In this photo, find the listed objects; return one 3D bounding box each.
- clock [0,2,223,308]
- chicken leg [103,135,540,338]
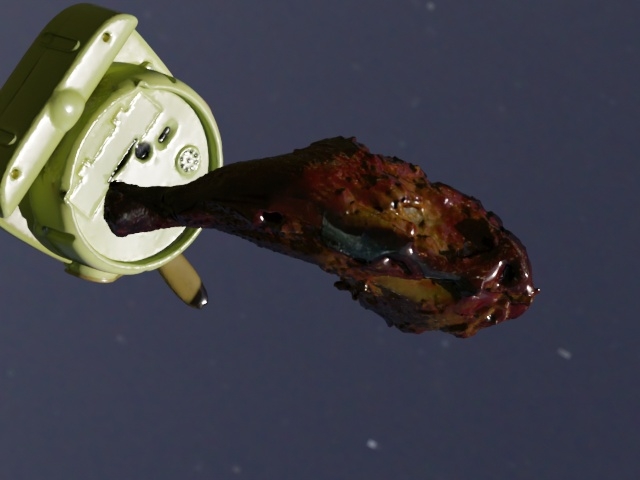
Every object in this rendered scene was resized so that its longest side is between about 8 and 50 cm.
[{"bbox_3d":[-0.137,-0.048,1.350,0.069,0.232,0.170,19,-107,45],"label":"clock"},{"bbox_3d":[0.001,-0.004,0.619,0.037,0.145,0.062,-73,-175,-50],"label":"chicken leg"}]
